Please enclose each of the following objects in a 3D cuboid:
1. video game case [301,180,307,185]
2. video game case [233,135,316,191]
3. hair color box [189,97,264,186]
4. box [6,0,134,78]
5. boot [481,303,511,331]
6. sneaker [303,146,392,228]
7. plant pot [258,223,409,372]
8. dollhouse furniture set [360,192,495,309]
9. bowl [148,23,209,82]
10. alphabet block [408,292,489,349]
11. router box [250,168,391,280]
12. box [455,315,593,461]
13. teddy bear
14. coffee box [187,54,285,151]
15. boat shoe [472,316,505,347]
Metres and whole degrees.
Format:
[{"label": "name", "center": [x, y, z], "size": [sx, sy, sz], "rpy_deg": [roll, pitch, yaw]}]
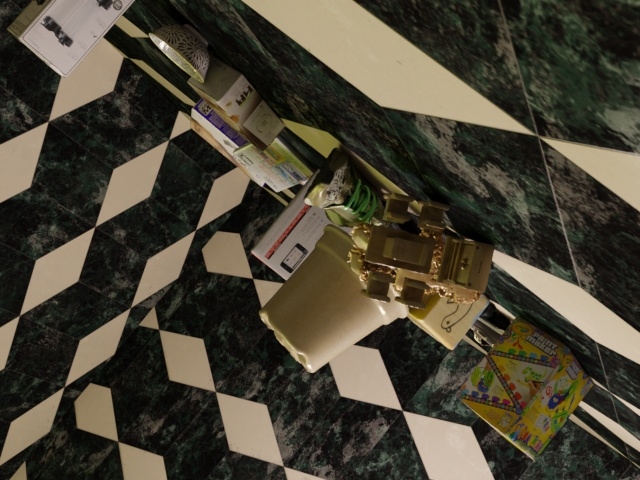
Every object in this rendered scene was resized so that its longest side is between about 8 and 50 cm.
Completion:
[{"label": "video game case", "center": [-0.163, -0.303, 2.569], "size": [0.285, 0.025, 0.204], "rpy_deg": [37, 176, 45]}, {"label": "video game case", "center": [-0.145, -0.251, 2.194], "size": [0.193, 0.023, 0.212], "rpy_deg": [-17, 132, 42]}, {"label": "hair color box", "center": [-0.287, -0.348, 2.356], "size": [0.339, 0.110, 0.185], "rpy_deg": [41, 163, -3]}, {"label": "box", "center": [-0.644, -0.589, 1.772], "size": [0.087, 0.290, 0.169], "rpy_deg": [37, 176, 37]}, {"label": "boot", "center": [0.519, 0.230, 2.022], "size": [0.099, 0.045, 0.121], "rpy_deg": [40, -179, 4]}, {"label": "sneaker", "center": [0.094, -0.102, 1.662], "size": [0.182, 0.158, 0.410], "rpy_deg": [28, 180, 18]}, {"label": "plant pot", "center": [0.016, 0.180, 1.854], "size": [0.334, 0.305, 0.334], "rpy_deg": [46, 169, 12]}, {"label": "dollhouse furniture set", "center": [0.208, 0.029, 1.414], "size": [0.242, 0.212, 0.161], "rpy_deg": [13, -179, -12]}, {"label": "bowl", "center": [-0.325, -0.471, 1.656], "size": [0.170, 0.080, 0.170], "rpy_deg": [39, 177, 2]}, {"label": "alphabet block", "center": [0.328, 0.159, 1.949], "size": [0.197, 0.192, 0.193], "rpy_deg": [41, 175, -40]}, {"label": "router box", "center": [0.000, 0.000, 2.132], "size": [0.301, 0.335, 0.082], "rpy_deg": [40, 176, -5]}, {"label": "box", "center": [0.567, 0.410, 1.871], "size": [0.177, 0.279, 0.290], "rpy_deg": [36, 174, 44]}, {"label": "teddy bear", "center": [0.224, 0.048, 1.626], "size": [0.338, 0.113, 0.245], "rpy_deg": [2, 124, 21]}, {"label": "coffee box", "center": [-0.218, -0.358, 1.805], "size": [0.141, 0.098, 0.246], "rpy_deg": [38, 176, 34]}, {"label": "boat shoe", "center": [0.498, 0.282, 2.026], "size": [0.081, 0.069, 0.227], "rpy_deg": [34, 179, -33]}]
